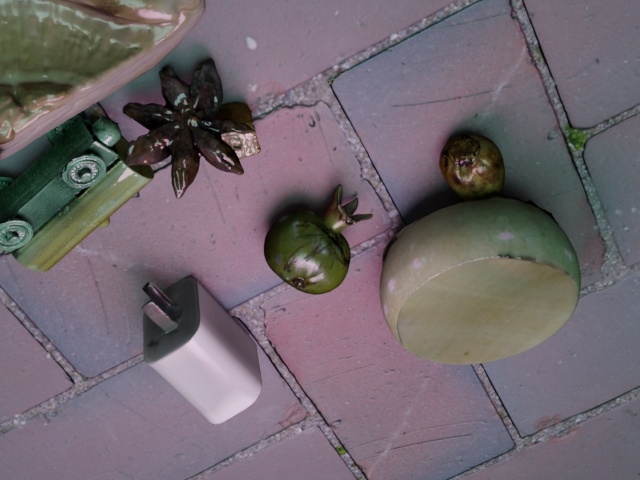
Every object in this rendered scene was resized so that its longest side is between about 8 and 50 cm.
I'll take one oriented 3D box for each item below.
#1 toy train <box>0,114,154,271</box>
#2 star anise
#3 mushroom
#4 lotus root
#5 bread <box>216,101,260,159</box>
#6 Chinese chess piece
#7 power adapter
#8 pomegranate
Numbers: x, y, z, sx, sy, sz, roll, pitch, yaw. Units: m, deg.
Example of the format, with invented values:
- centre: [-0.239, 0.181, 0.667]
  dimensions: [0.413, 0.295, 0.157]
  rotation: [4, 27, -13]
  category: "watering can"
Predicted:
- centre: [-0.412, -0.080, 1.546]
  dimensions: [0.307, 0.126, 0.189]
  rotation: [-39, 152, 14]
  category: "toy train"
- centre: [-0.214, -0.169, 1.474]
  dimensions: [0.197, 0.073, 0.212]
  rotation: [-29, 81, -5]
  category: "star anise"
- centre: [-0.376, -0.328, 1.350]
  dimensions: [0.397, 0.224, 0.313]
  rotation: [-31, 96, -9]
  category: "mushroom"
- centre: [0.267, -0.102, 1.663]
  dimensions: [0.108, 0.094, 0.190]
  rotation: [9, 144, 30]
  category: "lotus root"
- centre: [-0.143, -0.171, 1.548]
  dimensions: [0.083, 0.070, 0.076]
  rotation: [-16, 125, -3]
  category: "bread"
- centre: [0.277, 0.075, 1.694]
  dimensions: [0.350, 0.146, 0.349]
  rotation: [-6, 140, -5]
  category: "Chinese chess piece"
- centre: [-0.224, 0.172, 1.685]
  dimensions: [0.124, 0.187, 0.255]
  rotation: [-32, 122, 9]
  category: "power adapter"
- centre: [0.000, 0.000, 1.652]
  dimensions: [0.191, 0.131, 0.152]
  rotation: [-44, 128, 5]
  category: "pomegranate"
